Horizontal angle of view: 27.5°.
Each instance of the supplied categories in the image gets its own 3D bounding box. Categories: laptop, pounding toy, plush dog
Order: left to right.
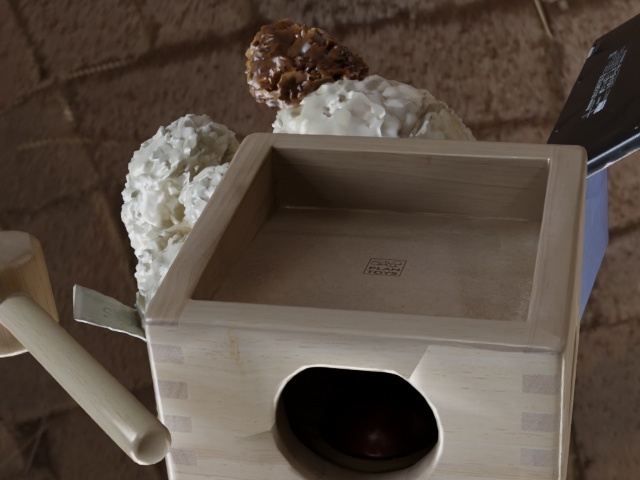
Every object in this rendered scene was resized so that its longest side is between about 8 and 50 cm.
[{"bbox_3d":[-0.021,0.045,0.438,0.206,0.181,0.094,3,122,12],"label":"pounding toy"},{"bbox_3d":[0.000,0.000,0.775,0.262,0.210,0.225,41,115,1],"label":"plush dog"},{"bbox_3d":[0.361,-0.074,1.355,0.408,0.382,0.236,-31,105,36],"label":"laptop"}]
